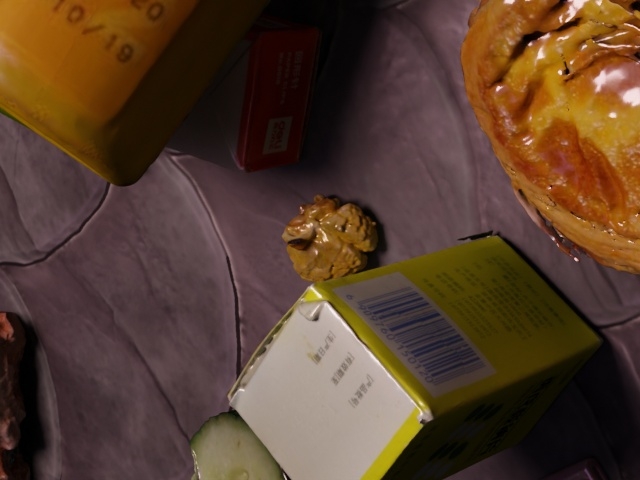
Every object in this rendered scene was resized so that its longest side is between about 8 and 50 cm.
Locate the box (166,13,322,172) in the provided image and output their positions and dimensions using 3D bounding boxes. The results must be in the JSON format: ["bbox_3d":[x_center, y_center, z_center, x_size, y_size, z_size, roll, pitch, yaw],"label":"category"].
[{"bbox_3d":[-0.100,-0.149,1.121,0.182,0.099,0.133,19,110,33],"label":"box"}]

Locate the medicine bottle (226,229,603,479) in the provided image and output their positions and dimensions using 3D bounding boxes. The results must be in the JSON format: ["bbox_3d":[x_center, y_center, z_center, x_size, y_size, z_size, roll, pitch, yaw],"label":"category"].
[{"bbox_3d":[0.078,0.097,0.927,0.141,0.250,0.137,47,125,26],"label":"medicine bottle"}]

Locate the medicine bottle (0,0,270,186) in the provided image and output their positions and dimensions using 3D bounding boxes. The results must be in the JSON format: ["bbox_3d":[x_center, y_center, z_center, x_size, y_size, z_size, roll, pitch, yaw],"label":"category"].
[{"bbox_3d":[-0.129,-0.253,0.959,0.224,0.224,0.384,34,86,29],"label":"medicine bottle"}]

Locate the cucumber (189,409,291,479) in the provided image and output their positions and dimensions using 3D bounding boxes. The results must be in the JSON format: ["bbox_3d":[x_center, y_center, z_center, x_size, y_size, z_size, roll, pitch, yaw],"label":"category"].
[{"bbox_3d":[-0.037,0.247,1.126,0.191,0.130,0.191,3,95,39],"label":"cucumber"}]

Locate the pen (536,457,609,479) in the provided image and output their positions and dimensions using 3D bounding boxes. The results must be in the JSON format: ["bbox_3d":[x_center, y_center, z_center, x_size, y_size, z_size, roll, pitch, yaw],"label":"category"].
[{"bbox_3d":[0.160,0.241,1.025,0.197,0.032,0.053,-38,75,34],"label":"pen"}]

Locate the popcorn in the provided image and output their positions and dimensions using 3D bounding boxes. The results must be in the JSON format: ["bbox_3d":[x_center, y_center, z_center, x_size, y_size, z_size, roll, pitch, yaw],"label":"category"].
[{"bbox_3d":[0.000,0.000,1.079,0.084,0.084,0.084,8,103,38],"label":"popcorn"}]

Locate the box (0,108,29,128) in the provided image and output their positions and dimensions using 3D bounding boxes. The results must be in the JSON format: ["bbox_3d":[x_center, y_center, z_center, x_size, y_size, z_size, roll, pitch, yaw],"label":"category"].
[{"bbox_3d":[-0.318,-0.197,1.285,0.345,0.097,0.134,29,113,32],"label":"box"}]

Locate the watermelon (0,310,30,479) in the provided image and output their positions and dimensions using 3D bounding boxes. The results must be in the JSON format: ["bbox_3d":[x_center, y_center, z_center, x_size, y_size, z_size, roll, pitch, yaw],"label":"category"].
[{"bbox_3d":[-0.453,0.208,1.454,0.302,0.151,0.264,-6,92,22],"label":"watermelon"}]

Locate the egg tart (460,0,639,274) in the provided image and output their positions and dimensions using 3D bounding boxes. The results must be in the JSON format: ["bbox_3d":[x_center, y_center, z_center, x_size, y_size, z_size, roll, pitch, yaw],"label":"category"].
[{"bbox_3d":[0.243,-0.104,0.846,0.297,0.132,0.297,20,125,31],"label":"egg tart"}]
